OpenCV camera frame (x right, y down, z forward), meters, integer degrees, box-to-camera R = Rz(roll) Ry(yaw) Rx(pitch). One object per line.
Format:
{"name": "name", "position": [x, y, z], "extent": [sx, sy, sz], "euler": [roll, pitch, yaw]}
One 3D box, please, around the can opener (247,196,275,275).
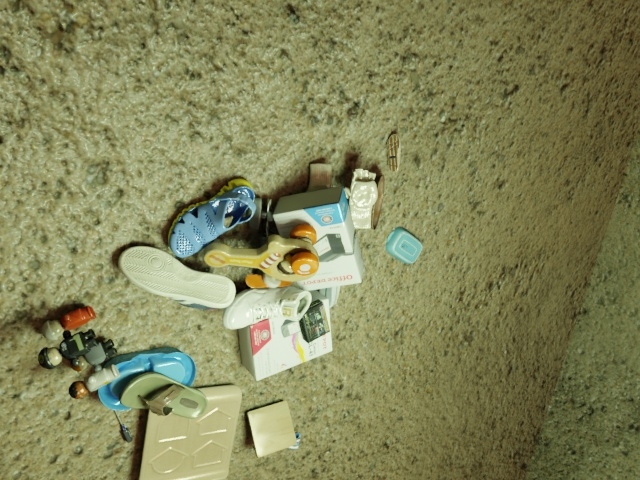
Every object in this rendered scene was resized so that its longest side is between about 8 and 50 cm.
{"name": "can opener", "position": [-0.196, -0.002, 1.835], "extent": [0.095, 0.076, 0.284], "euler": [7, 107, -2]}

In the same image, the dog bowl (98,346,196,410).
{"name": "dog bowl", "position": [-0.541, 0.420, 1.751], "extent": [0.297, 0.074, 0.166], "euler": [-5, 110, -31]}

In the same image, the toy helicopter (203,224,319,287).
{"name": "toy helicopter", "position": [-0.181, 0.066, 1.732], "extent": [0.354, 0.140, 0.235], "euler": [5, 139, -12]}

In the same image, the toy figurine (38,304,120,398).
{"name": "toy figurine", "position": [-0.662, 0.310, 1.547], "extent": [0.148, 0.213, 0.210], "euler": [-26, 123, -12]}

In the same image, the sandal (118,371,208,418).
{"name": "sandal", "position": [-0.464, 0.486, 1.725], "extent": [0.302, 0.086, 0.120], "euler": [26, 92, -37]}

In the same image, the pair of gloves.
{"name": "pair of gloves", "position": [0.069, -0.146, 1.877], "extent": [0.239, 0.042, 0.204], "euler": [9, 104, 1]}

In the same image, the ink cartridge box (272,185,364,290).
{"name": "ink cartridge box", "position": [0.000, 0.000, 1.847], "extent": [0.223, 0.129, 0.308], "euler": [-10, 120, 14]}

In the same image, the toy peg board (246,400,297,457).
{"name": "toy peg board", "position": [-0.190, 0.693, 2.073], "extent": [0.161, 0.079, 0.161], "euler": [-8, 75, -31]}

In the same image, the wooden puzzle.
{"name": "wooden puzzle", "position": [-0.444, 0.661, 1.909], "extent": [0.321, 0.080, 0.348], "euler": [3, 102, -34]}

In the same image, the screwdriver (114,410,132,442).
{"name": "screwdriver", "position": [-0.632, 0.571, 1.786], "extent": [0.025, 0.024, 0.170], "euler": [-38, 123, -52]}

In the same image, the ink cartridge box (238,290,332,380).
{"name": "ink cartridge box", "position": [-0.122, 0.316, 1.952], "extent": [0.306, 0.131, 0.226], "euler": [-16, 115, -26]}

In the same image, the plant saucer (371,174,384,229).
{"name": "plant saucer", "position": [0.190, -0.136, 1.988], "extent": [0.198, 0.036, 0.199], "euler": [10, 90, -78]}

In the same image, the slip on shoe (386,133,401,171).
{"name": "slip on shoe", "position": [0.267, -0.315, 2.026], "extent": [0.041, 0.051, 0.136], "euler": [-39, 127, -65]}

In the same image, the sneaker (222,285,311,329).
{"name": "sneaker", "position": [-0.157, 0.211, 1.783], "extent": [0.292, 0.169, 0.108], "euler": [-27, 121, -45]}

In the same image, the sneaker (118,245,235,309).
{"name": "sneaker", "position": [-0.437, 0.130, 1.689], "extent": [0.349, 0.148, 0.131], "euler": [25, 64, -16]}

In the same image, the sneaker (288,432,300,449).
{"name": "sneaker", "position": [-0.135, 0.764, 2.162], "extent": [0.144, 0.053, 0.059], "euler": [19, 95, -44]}

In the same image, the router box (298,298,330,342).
{"name": "router box", "position": [-0.024, 0.271, 1.895], "extent": [0.092, 0.038, 0.123], "euler": [-24, 116, -24]}

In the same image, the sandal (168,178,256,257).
{"name": "sandal", "position": [-0.314, -0.063, 1.680], "extent": [0.317, 0.138, 0.126], "euler": [-42, 127, -11]}

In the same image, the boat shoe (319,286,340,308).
{"name": "boat shoe", "position": [0.037, 0.130, 2.029], "extent": [0.075, 0.083, 0.227], "euler": [-11, 113, -64]}

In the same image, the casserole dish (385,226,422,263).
{"name": "casserole dish", "position": [0.333, 0.024, 2.198], "extent": [0.188, 0.037, 0.114], "euler": [32, 88, -36]}
